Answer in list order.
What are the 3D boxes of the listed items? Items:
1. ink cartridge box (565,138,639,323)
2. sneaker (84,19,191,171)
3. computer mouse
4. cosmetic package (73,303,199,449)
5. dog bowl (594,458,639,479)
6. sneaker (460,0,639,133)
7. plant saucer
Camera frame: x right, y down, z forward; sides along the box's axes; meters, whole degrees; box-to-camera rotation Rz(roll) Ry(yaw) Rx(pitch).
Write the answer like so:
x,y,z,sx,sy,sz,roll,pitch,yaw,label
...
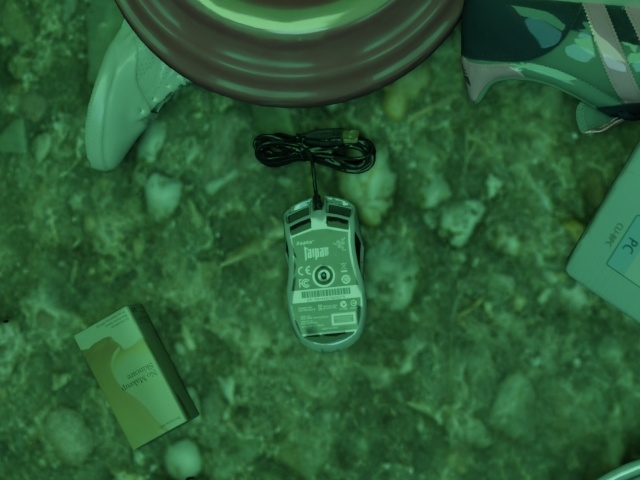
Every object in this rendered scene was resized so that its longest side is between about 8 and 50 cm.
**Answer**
x,y,z,sx,sy,sz,roll,pitch,yaw,label
0.405,0.001,0.847,0.385,0.091,0.308,36,123,18,ink cartridge box
-0.134,-0.150,1.067,0.094,0.080,0.212,22,93,-1,sneaker
0.000,0.000,1.055,0.106,0.042,0.193,-4,83,6,computer mouse
-0.161,0.119,1.083,0.060,0.041,0.115,-31,84,9,cosmetic package
0.292,0.295,0.941,0.265,0.104,0.265,-3,79,16,dog bowl
0.267,-0.141,0.986,0.319,0.112,0.131,15,116,8,sneaker
-0.022,-0.276,1.003,0.332,0.084,0.332,0,84,0,plant saucer
